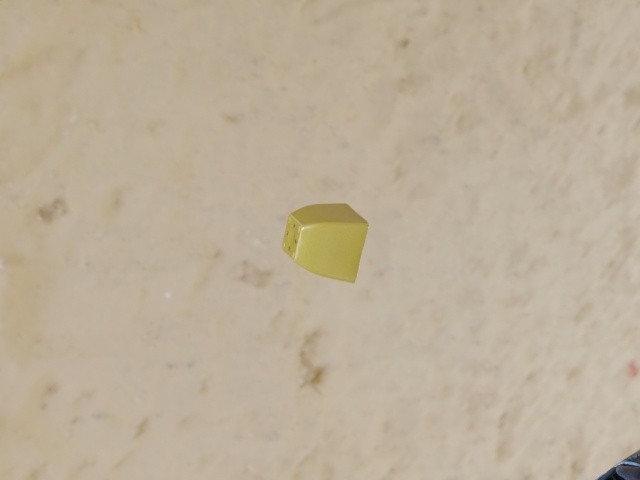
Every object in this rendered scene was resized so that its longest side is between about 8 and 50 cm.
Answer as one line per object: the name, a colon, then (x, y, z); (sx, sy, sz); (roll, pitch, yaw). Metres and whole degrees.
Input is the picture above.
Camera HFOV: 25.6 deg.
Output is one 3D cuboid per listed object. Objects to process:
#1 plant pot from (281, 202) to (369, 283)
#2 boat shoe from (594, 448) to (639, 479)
plant pot: (0.000, 0.000, 1.750); (0.083, 0.081, 0.081); (5, 108, -24)
boat shoe: (0.392, 0.324, 1.751); (0.258, 0.109, 0.089); (-34, 165, -13)
